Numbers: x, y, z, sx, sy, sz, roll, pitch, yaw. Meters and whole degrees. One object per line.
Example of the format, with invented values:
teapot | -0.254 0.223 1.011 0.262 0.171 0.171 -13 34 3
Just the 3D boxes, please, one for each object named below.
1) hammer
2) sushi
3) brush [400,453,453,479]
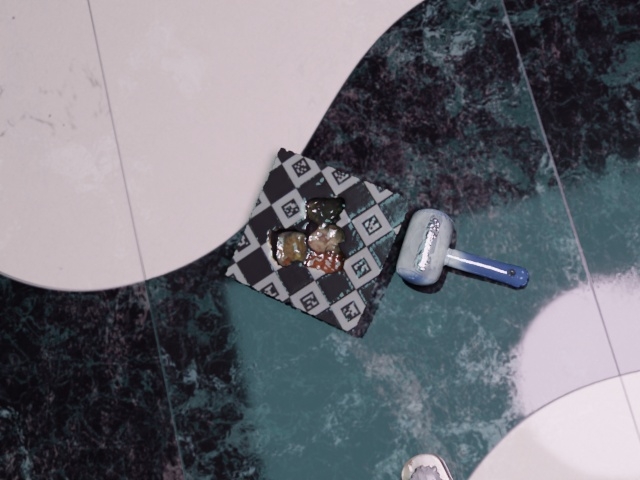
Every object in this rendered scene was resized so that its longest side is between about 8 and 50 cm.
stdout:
hammer | 0.216 0.028 1.554 0.193 0.069 0.116 17 81 6
sushi | 0.000 0.000 1.609 0.231 0.047 0.220 23 88 20
brush | 0.203 0.453 1.463 0.070 0.065 0.328 -26 76 3
